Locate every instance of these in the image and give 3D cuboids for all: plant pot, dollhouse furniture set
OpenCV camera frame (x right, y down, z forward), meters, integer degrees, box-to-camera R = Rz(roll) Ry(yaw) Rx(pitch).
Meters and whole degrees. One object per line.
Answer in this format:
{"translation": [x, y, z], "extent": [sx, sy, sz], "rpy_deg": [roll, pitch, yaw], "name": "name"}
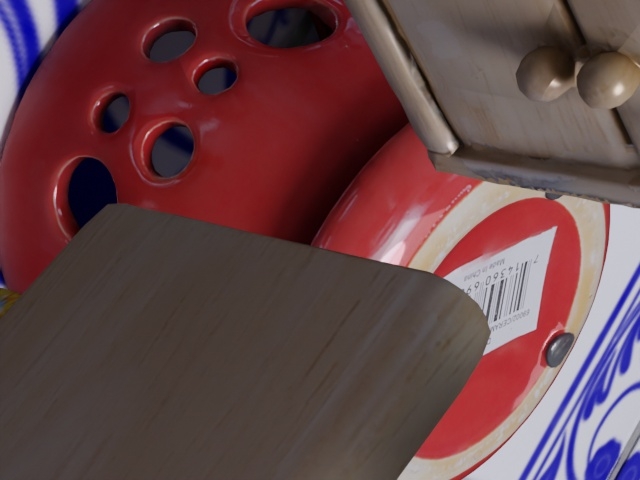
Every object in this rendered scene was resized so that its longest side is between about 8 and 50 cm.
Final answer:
{"translation": [0.000, 0.000, 0.648], "extent": [0.191, 0.174, 0.191], "rpy_deg": [-30, 136, -33], "name": "plant pot"}
{"translation": [-0.038, -0.004, 0.339], "extent": [0.394, 0.362, 0.256], "rpy_deg": [-51, 129, -24], "name": "dollhouse furniture set"}
